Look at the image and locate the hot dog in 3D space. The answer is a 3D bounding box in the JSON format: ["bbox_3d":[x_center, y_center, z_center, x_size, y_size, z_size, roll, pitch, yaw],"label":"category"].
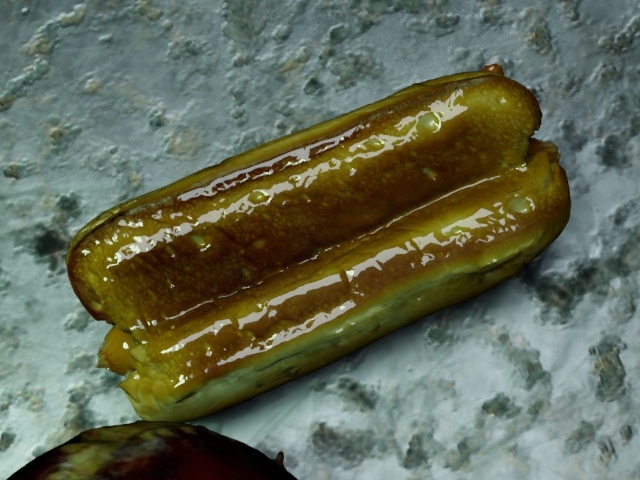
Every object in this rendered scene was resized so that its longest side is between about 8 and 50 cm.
[{"bbox_3d":[0.000,0.000,1.032,0.349,0.117,0.158,-25,91,-1],"label":"hot dog"}]

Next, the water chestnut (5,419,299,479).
[{"bbox_3d":[-0.110,0.264,0.891,0.300,0.300,0.300,-1,72,4],"label":"water chestnut"}]
